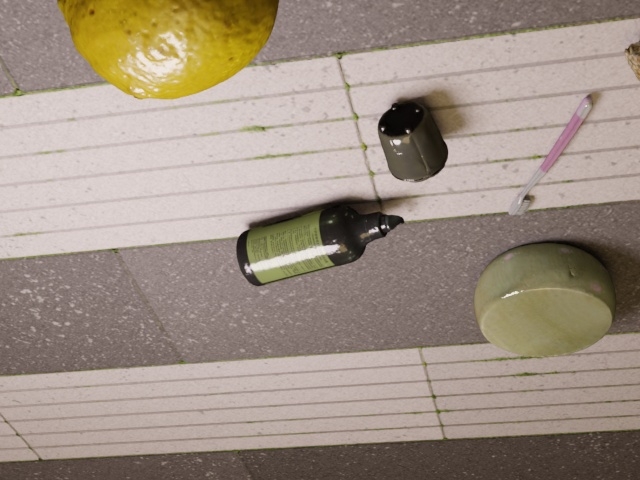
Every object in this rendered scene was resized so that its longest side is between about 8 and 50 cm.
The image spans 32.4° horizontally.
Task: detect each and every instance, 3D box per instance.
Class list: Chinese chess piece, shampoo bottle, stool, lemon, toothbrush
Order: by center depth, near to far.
[{"bbox_3d":[-0.188,-0.300,1.369,0.245,0.245,0.320,32,144,-32],"label":"lemon"},{"bbox_3d":[0.137,-0.149,1.658,0.096,0.096,0.110,-11,136,19],"label":"stool"},{"bbox_3d":[0.362,-0.126,1.727,0.025,0.020,0.286,5,144,-15],"label":"toothbrush"},{"bbox_3d":[0.000,0.000,1.858,0.284,0.101,0.101,-15,139,23],"label":"shampoo bottle"},{"bbox_3d":[0.398,0.109,1.962,0.250,0.101,0.250,3,143,2],"label":"Chinese chess piece"}]

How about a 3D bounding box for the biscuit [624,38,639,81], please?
[{"bbox_3d":[0.492,-0.224,1.542,0.070,0.082,0.168,-38,131,9],"label":"biscuit"}]
